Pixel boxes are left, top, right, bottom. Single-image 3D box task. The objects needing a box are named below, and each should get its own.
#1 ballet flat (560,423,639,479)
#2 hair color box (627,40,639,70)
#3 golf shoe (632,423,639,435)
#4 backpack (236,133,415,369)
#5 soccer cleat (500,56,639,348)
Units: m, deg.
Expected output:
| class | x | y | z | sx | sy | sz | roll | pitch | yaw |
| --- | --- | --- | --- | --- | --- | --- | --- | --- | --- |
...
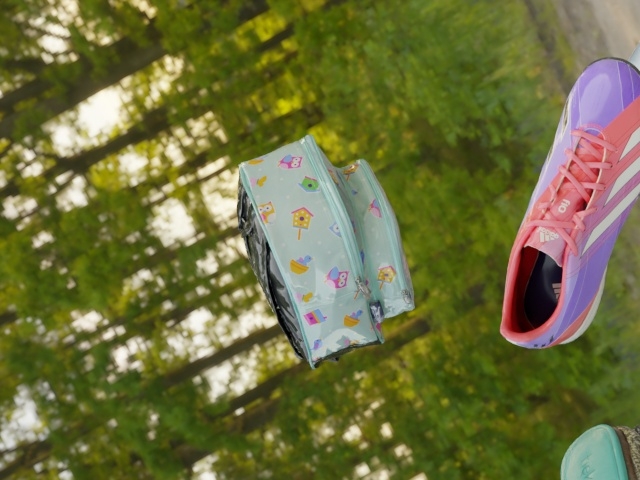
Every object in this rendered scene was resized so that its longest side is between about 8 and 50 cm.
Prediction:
| class | x | y | z | sx | sy | sz | roll | pitch | yaw |
| --- | --- | --- | --- | --- | --- | --- | --- | --- | --- |
| ballet flat | 0.350 | 0.380 | 1.152 | 0.182 | 0.164 | 0.483 | 43 | -155 | -5 |
| hair color box | 0.599 | -0.143 | 1.442 | 0.374 | 0.114 | 0.185 | 34 | -175 | 40 |
| golf shoe | 0.457 | 0.316 | 1.491 | 0.077 | 0.094 | 0.198 | 44 | 142 | 24 |
| backpack | 0.000 | 0.000 | 0.970 | 0.166 | 0.144 | 0.188 | -111 | -5 | -46 |
| soccer cleat | 0.265 | -0.034 | 1.111 | 0.108 | 0.318 | 0.116 | 23 | -163 | 31 |
